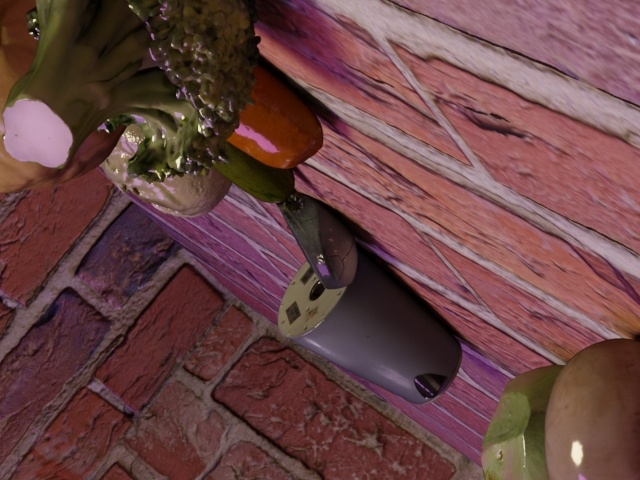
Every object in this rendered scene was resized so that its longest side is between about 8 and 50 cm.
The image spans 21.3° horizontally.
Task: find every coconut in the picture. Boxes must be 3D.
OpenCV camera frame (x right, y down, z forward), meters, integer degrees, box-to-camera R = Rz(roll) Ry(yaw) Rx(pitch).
[{"bbox_3d":[0.285,0.255,1.956,0.204,0.236,0.236,-9,144,31],"label":"coconut"}]

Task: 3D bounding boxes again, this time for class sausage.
[{"bbox_3d":[-0.101,-0.159,1.755,0.238,0.098,0.098,37,173,5],"label":"sausage"}]

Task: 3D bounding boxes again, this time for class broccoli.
[{"bbox_3d":[-0.171,-0.181,1.489,0.288,0.235,0.260,36,-162,-11],"label":"broccoli"}]

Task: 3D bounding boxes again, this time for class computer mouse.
[{"bbox_3d":[0.005,-0.002,2.280,0.113,0.068,0.229,63,177,-21],"label":"computer mouse"}]

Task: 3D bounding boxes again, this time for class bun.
[{"bbox_3d":[-0.244,-0.127,2.439,0.239,0.141,0.239,37,175,4],"label":"bun"}]

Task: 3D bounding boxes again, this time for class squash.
[{"bbox_3d":[-0.108,-0.122,2.098,0.318,0.080,0.071,51,-156,-53],"label":"squash"}]

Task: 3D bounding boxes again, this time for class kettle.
[{"bbox_3d":[0.073,0.116,2.430,0.243,0.160,0.210,36,-167,-27],"label":"kettle"}]

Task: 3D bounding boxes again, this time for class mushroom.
[{"bbox_3d":[0.311,0.190,1.605,0.204,0.204,0.204,38,173,6],"label":"mushroom"}]

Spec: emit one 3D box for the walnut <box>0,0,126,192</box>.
[{"bbox_3d":[-0.393,-0.205,2.025,0.381,0.381,0.381,38,173,6],"label":"walnut"}]
